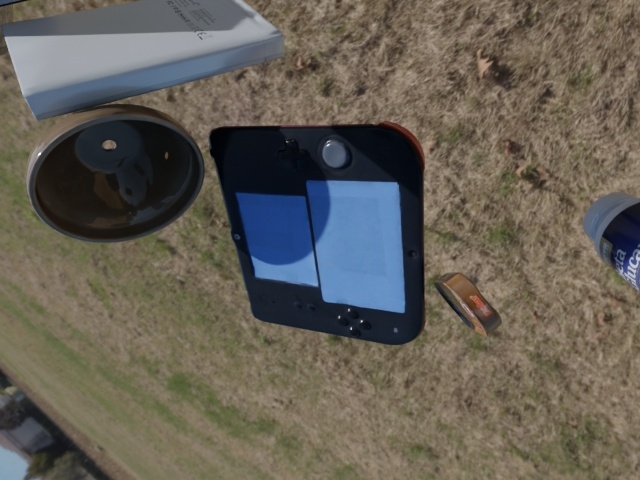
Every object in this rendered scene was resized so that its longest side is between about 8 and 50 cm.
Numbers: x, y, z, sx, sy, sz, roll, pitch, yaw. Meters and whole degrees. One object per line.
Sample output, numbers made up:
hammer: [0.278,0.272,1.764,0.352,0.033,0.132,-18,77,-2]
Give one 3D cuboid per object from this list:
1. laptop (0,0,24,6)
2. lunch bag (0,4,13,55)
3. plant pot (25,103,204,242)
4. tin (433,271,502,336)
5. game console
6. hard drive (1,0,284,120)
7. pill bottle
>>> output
laptop: [-0.299,-0.275,0.269,0.236,0.408,0.382,58,162,25]
lunch bag: [-0.609,-0.403,0.676,0.169,0.287,0.235,30,125,-4]
plant pot: [-0.308,-0.115,0.652,0.109,0.238,0.237,54,150,30]
tin: [0.239,0.100,0.718,0.106,0.040,0.190,48,-178,7]
game console: [0.000,0.000,0.713,0.342,0.060,0.386,3,120,19]
hard drive: [-0.265,-0.301,0.657,0.233,0.353,0.047,51,154,34]
pill bottle: [0.366,0.009,0.469,0.094,0.169,0.094,-1,117,-1]
